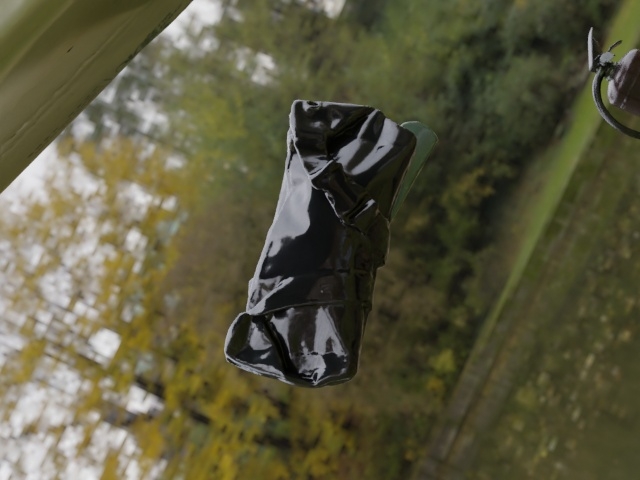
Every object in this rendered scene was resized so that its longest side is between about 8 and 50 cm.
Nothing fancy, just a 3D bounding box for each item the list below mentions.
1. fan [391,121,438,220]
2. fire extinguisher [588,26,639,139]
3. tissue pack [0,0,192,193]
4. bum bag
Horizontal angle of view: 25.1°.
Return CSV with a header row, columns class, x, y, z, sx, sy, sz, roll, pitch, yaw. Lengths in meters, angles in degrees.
class,x,y,z,sx,sy,sz,roll,pitch,yaw
fan,0.054,-0.020,1.259,0.016,0.038,0.193,66,-135,-65
fire extinguisher,0.249,-0.091,0.998,0.045,0.157,0.078,107,-170,-55
tissue pack,-0.291,-0.135,1.011,0.380,0.207,0.297,-44,-5,8
bum bag,0.000,0.000,1.211,0.060,0.123,0.248,27,-107,-65
